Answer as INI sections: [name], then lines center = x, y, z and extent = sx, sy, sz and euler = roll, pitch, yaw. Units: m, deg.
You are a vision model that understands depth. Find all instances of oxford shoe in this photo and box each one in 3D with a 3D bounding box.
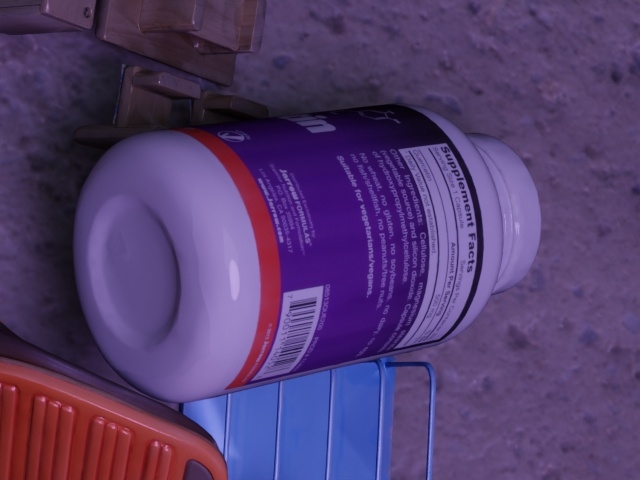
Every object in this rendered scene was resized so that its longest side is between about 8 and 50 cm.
[oxford shoe]
center = -0.224, 0.085, 1.268
extent = 0.363, 0.130, 0.133
euler = 19, 36, 3

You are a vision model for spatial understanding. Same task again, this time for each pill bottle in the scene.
[pill bottle]
center = 0.000, 0.000, 1.346
extent = 0.323, 0.181, 0.182
euler = -10, 89, -41

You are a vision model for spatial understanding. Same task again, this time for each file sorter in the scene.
[file sorter]
center = -0.010, 0.139, 1.427
extent = 0.170, 0.104, 0.118
euler = 5, 83, -19

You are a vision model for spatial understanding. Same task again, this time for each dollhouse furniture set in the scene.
[dollhouse furniture set]
center = -0.158, -0.175, 1.391
extent = 0.242, 0.161, 0.212
euler = 16, 79, -49
